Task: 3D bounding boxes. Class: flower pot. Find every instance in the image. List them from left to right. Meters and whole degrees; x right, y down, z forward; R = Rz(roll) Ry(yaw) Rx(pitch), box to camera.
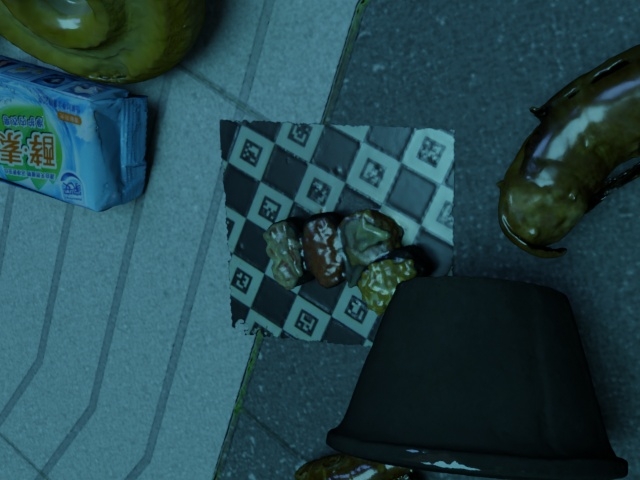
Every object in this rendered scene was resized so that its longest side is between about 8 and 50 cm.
[{"bbox_3d":[0.142,0.123,0.715,0.269,0.269,0.166,-1,80,28],"label":"flower pot"}]

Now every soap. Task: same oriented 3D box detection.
[{"bbox_3d":[-0.349,-0.138,0.981,0.293,0.077,0.156,17,120,25],"label":"soap"}]

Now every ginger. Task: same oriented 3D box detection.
[{"bbox_3d":[0.050,0.288,0.873,0.162,0.073,0.103,-22,90,28],"label":"ginger"},{"bbox_3d":[0.282,-0.103,0.658,0.309,0.107,0.133,-32,70,25],"label":"ginger"}]

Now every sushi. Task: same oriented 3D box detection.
[{"bbox_3d":[0.000,0.000,0.855,0.290,0.050,0.263,5,102,27],"label":"sushi"}]

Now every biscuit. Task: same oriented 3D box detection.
[{"bbox_3d":[-0.265,-0.278,0.820,0.296,0.296,0.102,1,56,27],"label":"biscuit"}]
